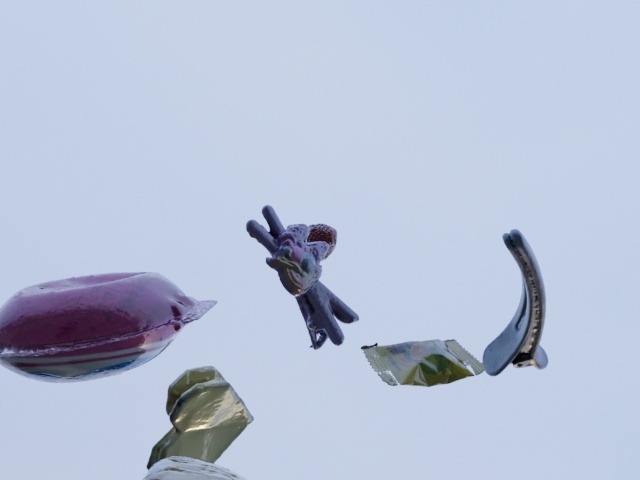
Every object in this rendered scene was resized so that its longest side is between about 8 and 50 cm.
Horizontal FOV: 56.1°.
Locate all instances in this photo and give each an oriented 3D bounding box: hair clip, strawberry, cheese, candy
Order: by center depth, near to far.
[{"bbox_3d":[-0.196,0.060,0.424,0.245,0.155,0.062,-5,-84,5],"label":"cheese"},{"bbox_3d":[0.228,0.072,0.683,0.083,0.048,0.275,-7,-41,8],"label":"hair clip"},{"bbox_3d":[-0.020,0.064,1.010,0.090,0.137,0.278,-6,-61,40],"label":"hair clip"},{"bbox_3d":[0.000,0.000,1.296,0.096,0.083,0.083,-20,-66,49],"label":"strawberry"},{"bbox_3d":[0.271,0.319,1.587,0.298,0.187,0.081,-3,-67,-18],"label":"candy"}]

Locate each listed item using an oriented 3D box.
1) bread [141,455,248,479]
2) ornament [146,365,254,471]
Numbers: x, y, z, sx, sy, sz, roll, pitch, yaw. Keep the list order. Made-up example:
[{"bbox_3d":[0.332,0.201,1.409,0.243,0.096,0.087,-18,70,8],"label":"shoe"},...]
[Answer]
[{"bbox_3d":[-0.112,0.267,0.392,0.106,0.140,0.236,25,-104,-5],"label":"bread"},{"bbox_3d":[-0.183,0.307,0.991,0.059,0.180,0.201,30,-74,42],"label":"ornament"}]
